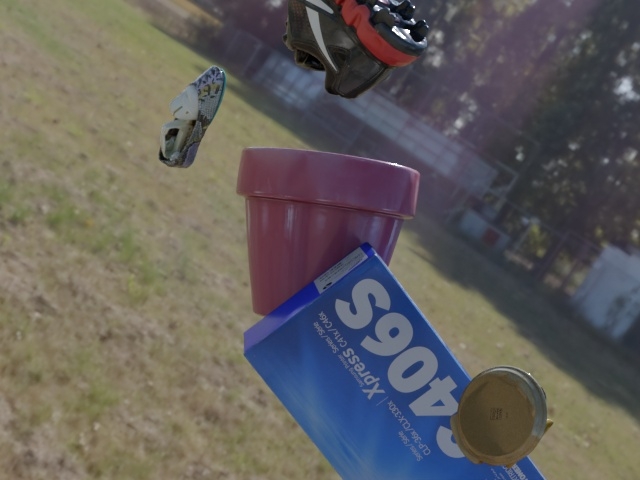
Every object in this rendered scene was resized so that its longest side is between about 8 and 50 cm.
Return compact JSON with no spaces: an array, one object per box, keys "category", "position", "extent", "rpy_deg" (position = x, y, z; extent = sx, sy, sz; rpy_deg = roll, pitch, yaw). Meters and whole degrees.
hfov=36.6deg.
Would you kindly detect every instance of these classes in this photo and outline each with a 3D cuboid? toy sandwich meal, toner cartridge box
[{"category":"toy sandwich meal","position":[0.142,0.139,0.753],"extent":[0.029,0.085,0.085],"rpy_deg":[26,10,-47]},{"category":"toner cartridge box","position":[0.089,0.189,0.989],"extent":[0.348,0.165,0.075],"rpy_deg":[52,4,-10]}]

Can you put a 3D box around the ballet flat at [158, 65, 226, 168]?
[{"category":"ballet flat","position":[-0.117,-0.105,0.849],"extent":[0.041,0.114,0.041],"rpy_deg":[16,43,-16]}]

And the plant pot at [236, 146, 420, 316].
[{"category":"plant pot","position":[0.000,0.000,1.068],"extent":[0.201,0.180,0.201],"rpy_deg":[8,1,0]}]

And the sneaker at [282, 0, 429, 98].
[{"category":"sneaker","position":[0.004,-0.263,1.046],"extent":[0.097,0.135,0.276],"rpy_deg":[6,47,-46]}]
